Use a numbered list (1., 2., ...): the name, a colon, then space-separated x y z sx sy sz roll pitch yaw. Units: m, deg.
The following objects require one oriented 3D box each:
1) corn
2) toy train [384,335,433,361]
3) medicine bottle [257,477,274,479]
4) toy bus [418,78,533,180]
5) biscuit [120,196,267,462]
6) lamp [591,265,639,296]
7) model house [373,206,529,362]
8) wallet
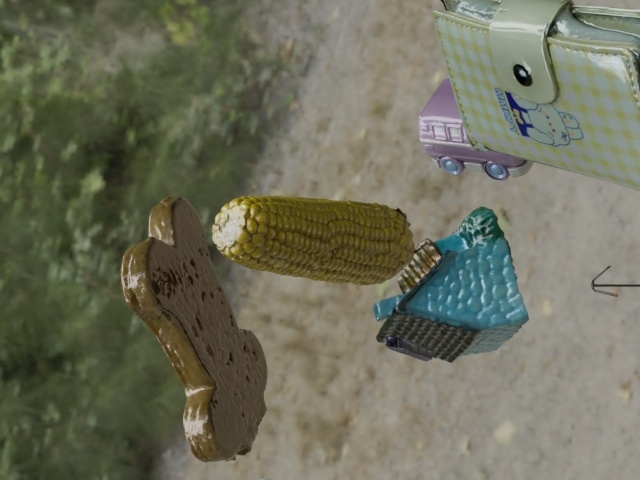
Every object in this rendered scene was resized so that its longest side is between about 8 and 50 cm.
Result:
1. corn: 0.000 0.000 1.553 0.106 0.305 0.106 -4 84 43
2. toy train: 0.114 0.139 1.648 0.017 0.083 0.017 -15 64 41
3. medicine bottle: -0.047 0.317 1.467 0.091 0.058 0.058 27 103 54
4. toy bus: 0.291 -0.201 2.286 0.202 0.142 0.142 10 50 36
5. biscuit: -0.204 0.156 2.057 0.368 0.076 0.394 -72 -39 -65
6. lamp: 0.417 0.056 1.659 0.054 0.121 0.041 156 115 -69
7. model house: 0.191 0.093 2.191 0.261 0.241 0.226 108 146 -70
8. wallet: 0.252 -0.155 1.346 0.077 0.223 0.309 -44 37 -20
